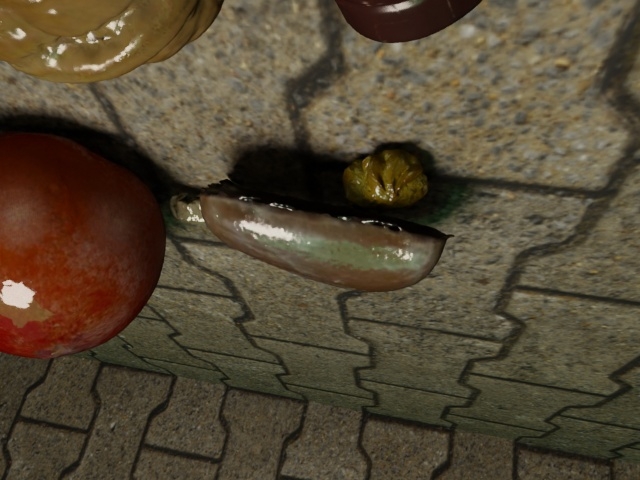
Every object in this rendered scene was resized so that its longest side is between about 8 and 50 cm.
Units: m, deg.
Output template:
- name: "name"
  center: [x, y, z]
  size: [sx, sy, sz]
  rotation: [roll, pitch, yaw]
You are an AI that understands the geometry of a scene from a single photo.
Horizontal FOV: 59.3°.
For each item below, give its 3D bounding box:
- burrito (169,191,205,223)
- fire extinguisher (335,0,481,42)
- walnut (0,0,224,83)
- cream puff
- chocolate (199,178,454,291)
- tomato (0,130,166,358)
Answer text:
- name: "burrito"
  center: [-0.115, -0.034, 0.697]
  size: [0.149, 0.041, 0.055]
  rotation: [9, 177, -1]
- name: "fire extinguisher"
  center: [-0.007, -0.224, 0.181]
  size: [0.141, 0.105, 0.341]
  rotation: [-16, 146, 21]
- name: "walnut"
  center: [-0.134, -0.165, 0.322]
  size: [0.166, 0.149, 0.166]
  rotation: [-14, 177, -1]
- name: "cream puff"
  center: [0.063, -0.054, 0.550]
  size: [0.083, 0.058, 0.083]
  rotation: [7, 155, 18]
- name: "chocolate"
  center: [-0.001, 0.001, 0.593]
  size: [0.261, 0.083, 0.161]
  rotation: [13, -172, 6]
- name: "tomato"
  center: [-0.316, 0.015, 0.656]
  size: [0.265, 0.265, 0.265]
  rotation: [10, 155, 5]
